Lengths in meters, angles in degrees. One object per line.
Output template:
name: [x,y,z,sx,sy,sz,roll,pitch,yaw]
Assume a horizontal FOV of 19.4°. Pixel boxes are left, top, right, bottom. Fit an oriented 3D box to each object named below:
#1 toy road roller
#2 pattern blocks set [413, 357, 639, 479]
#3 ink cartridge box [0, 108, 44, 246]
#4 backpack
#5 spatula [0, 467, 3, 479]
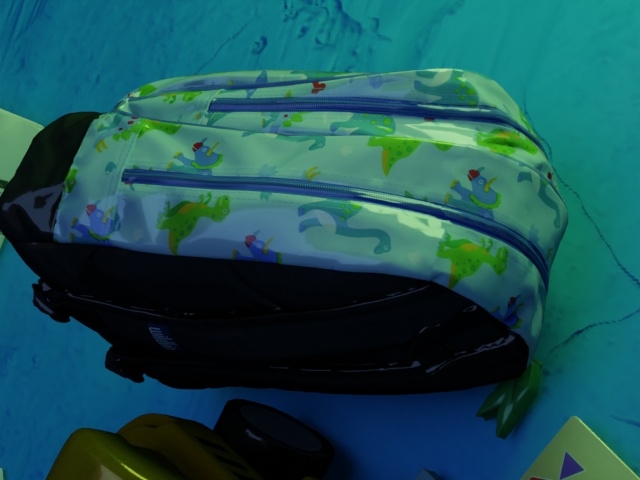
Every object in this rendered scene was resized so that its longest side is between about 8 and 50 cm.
toy road roller: [-0.072,0.252,1.329,0.329,0.240,0.202,37,104,45]
pattern blocks set: [0.193,0.230,1.291,0.285,0.026,0.325,-46,52,16]
ink cartridge box: [-0.368,-0.041,1.787,0.148,0.086,0.203,18,86,41]
backpack: [0.000,0.000,1.367,0.355,0.290,0.273,14,67,37]
spatula: [-0.363,0.328,1.694,0.242,0.019,0.168,-31,58,25]
